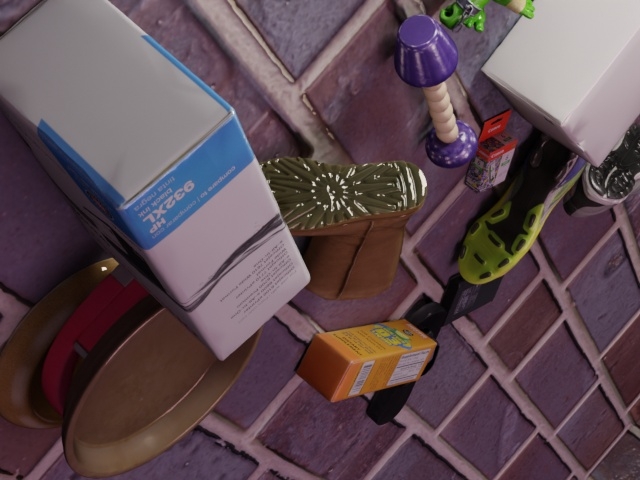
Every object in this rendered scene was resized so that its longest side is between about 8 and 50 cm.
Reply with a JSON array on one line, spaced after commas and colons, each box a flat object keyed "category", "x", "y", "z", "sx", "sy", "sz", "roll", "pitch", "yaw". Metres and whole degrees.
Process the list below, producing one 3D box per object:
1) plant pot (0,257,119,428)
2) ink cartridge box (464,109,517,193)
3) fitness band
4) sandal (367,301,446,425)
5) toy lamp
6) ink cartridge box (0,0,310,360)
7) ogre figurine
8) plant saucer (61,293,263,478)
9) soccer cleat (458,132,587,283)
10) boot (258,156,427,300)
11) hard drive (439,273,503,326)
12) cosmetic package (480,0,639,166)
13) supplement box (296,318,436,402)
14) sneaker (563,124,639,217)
[{"category": "plant pot", "x": -0.254, "y": 0.122, "z": 1.519, "sx": 0.236, "sy": 0.032, "sz": 0.236, "roll": -36, "pitch": 149, "yaw": -26}, {"category": "ink cartridge box", "x": 0.248, "y": -0.126, "z": 1.955, "sx": 0.063, "sy": 0.029, "sz": 0.115, "roll": -27, "pitch": 145, "yaw": -36}, {"category": "fitness band", "x": -0.177, "y": 0.090, "z": 1.503, "sx": 0.291, "sy": 0.054, "sz": 0.209, "roll": -46, "pitch": 152, "yaw": -6}, {"category": "sandal", "x": 0.151, "y": 0.199, "z": 2.184, "sx": 0.097, "sy": 0.054, "sz": 0.254, "roll": -22, "pitch": 142, "yaw": -42}, {"category": "toy lamp", "x": 0.143, "y": -0.181, "z": 1.681, "sx": 0.080, "sy": 0.080, "sz": 0.274, "roll": -46, "pitch": 152, "yaw": -7}, {"category": "ink cartridge box", "x": -0.152, "y": -0.055, "z": 1.244, "sx": 0.129, "sy": 0.223, "sz": 0.307, "roll": -43, "pitch": 152, "yaw": -11}, {"category": "ogre figurine", "x": 0.228, "y": -0.317, "z": 1.631, "sx": 0.197, "sy": 0.096, "sz": 0.118, "roll": -8, "pitch": 151, "yaw": -32}, {"category": "plant saucer", "x": -0.172, "y": 0.140, "z": 1.477, "sx": 0.278, "sy": 0.041, "sz": 0.278, "roll": -39, "pitch": 153, "yaw": -24}, {"category": "soccer cleat", "x": 0.316, "y": -0.050, "z": 2.085, "sx": 0.289, "sy": 0.093, "sz": 0.121, "roll": -57, "pitch": 158, "yaw": 14}, {"category": "boot", "x": 0.000, "y": 0.000, "z": 1.662, "sx": 0.236, "sy": 0.089, "sz": 0.269, "roll": 1, "pitch": 156, "yaw": -9}, {"category": "hard drive", "x": 0.245, "y": 0.079, "z": 2.211, "sx": 0.135, "sy": 0.022, "sz": 0.094, "roll": -23, "pitch": 142, "yaw": -41}, {"category": "cosmetic package", "x": 0.405, "y": -0.302, "z": 1.835, "sx": 0.365, "sy": 0.155, "sz": 0.197, "roll": -51, "pitch": 152, "yaw": 3}, {"category": "supplement box", "x": 0.071, "y": 0.172, "z": 2.012, "sx": 0.233, "sy": 0.078, "sz": 0.080, "roll": -3, "pitch": 124, "yaw": -55}, {"category": "sneaker", "x": 0.491, "y": -0.112, "z": 2.283, "sx": 0.271, "sy": 0.100, "sz": 0.108, "roll": -25, "pitch": 168, "yaw": -44}]
